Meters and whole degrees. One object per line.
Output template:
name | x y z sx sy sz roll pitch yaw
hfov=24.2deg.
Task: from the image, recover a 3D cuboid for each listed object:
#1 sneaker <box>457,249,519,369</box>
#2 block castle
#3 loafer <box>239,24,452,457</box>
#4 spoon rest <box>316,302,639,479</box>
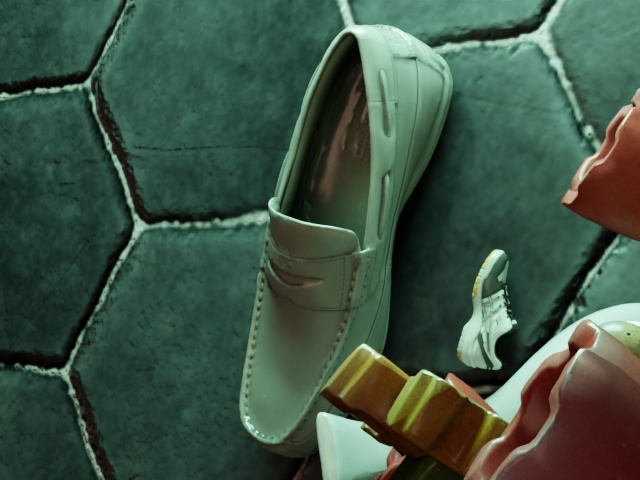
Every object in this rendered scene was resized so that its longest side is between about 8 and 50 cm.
sneaker | 0.123 0.049 1.031 0.037 0.032 0.083 15 97 23
block castle | 0.155 0.032 0.705 0.213 0.453 0.303 34 82 2
loafer | 0.000 0.000 1.073 0.112 0.111 0.319 17 93 37
spoon rest | 0.139 0.121 0.987 0.276 0.084 0.137 -11 77 21
